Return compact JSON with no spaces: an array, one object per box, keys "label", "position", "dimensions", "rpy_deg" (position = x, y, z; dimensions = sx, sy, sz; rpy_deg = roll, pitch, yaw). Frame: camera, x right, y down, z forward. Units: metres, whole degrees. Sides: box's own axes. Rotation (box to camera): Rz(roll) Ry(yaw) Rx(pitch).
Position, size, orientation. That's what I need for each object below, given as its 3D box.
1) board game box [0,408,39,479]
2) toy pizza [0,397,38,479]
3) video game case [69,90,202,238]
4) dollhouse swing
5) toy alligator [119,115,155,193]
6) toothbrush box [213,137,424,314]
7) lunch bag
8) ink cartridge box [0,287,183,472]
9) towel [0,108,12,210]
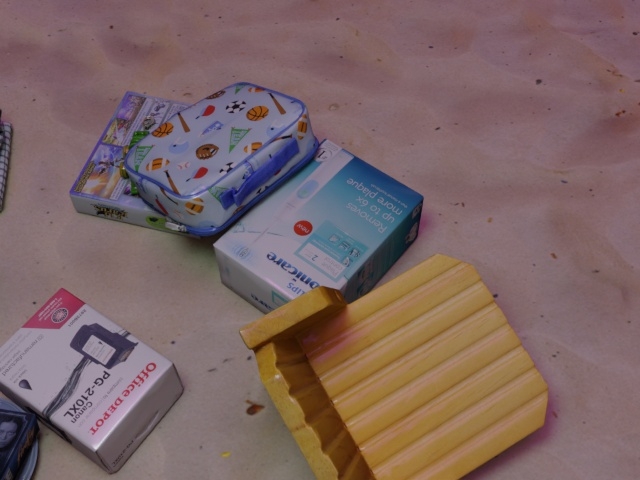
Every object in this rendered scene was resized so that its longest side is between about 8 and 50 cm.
[{"label":"board game box","position":[-0.547,0.303,1.116],"dimensions":[0.244,0.042,0.165],"rpy_deg":[7,42,4]},{"label":"toy pizza","position":[-0.517,0.325,1.169],"dimensions":[0.201,0.032,0.201],"rpy_deg":[1,56,-1]},{"label":"video game case","position":[-0.294,-0.146,1.479],"dimensions":[0.245,0.061,0.269],"rpy_deg":[13,56,8]},{"label":"dollhouse swing","position":[0.133,0.191,1.051],"dimensions":[0.305,0.315,0.346],"rpy_deg":[-31,81,4]},{"label":"toy alligator","position":[-0.325,-0.169,1.426],"dimensions":[0.056,0.051,0.189],"rpy_deg":[1,55,0]},{"label":"toothbrush box","position":[0.000,0.000,1.337],"dimensions":[0.216,0.126,0.295],"rpy_deg":[34,63,22]},{"label":"lunch bag","position":[-0.164,-0.138,1.338],"dimensions":[0.243,0.115,0.303],"rpy_deg":[28,60,38]},{"label":"ink cartridge box","position":[-0.356,0.209,1.207],"dimensions":[0.237,0.100,0.172],"rpy_deg":[29,61,19]},{"label":"towel","position":[-0.724,-0.149,1.448],"dimensions":[0.284,0.121,0.235],"rpy_deg":[-4,56,-3]}]
